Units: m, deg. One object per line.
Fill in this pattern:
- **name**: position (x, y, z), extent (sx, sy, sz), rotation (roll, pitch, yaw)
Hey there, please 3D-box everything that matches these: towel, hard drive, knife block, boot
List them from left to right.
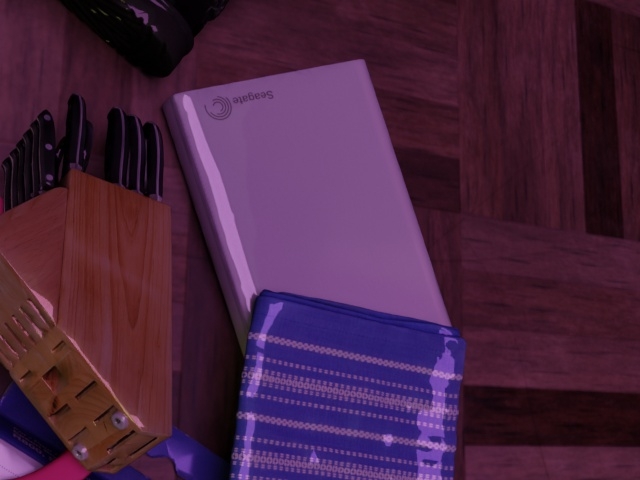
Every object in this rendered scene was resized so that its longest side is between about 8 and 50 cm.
- **knife block**: position (-0.172, 0.016, 0.720), extent (0.275, 0.088, 0.242), rotation (52, 38, 0)
- **boot**: position (-0.186, -0.355, 0.812), extent (0.348, 0.131, 0.260), rotation (45, 69, -25)
- **hard drive**: position (0.000, 0.000, 0.891), extent (0.233, 0.047, 0.353), rotation (-17, 88, -30)
- **towel**: position (0.029, 0.226, 0.801), extent (0.243, 0.040, 0.336), rotation (15, 70, -26)

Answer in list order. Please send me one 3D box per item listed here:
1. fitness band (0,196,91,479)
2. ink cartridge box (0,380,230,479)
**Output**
- **fitness band**: position (-0.277, 0.075, 0.675), extent (0.291, 0.054, 0.209), rotation (54, 40, 1)
- **ink cartridge box**: position (-0.190, 0.304, 0.714), extent (0.324, 0.071, 0.330), rotation (38, 66, -16)
